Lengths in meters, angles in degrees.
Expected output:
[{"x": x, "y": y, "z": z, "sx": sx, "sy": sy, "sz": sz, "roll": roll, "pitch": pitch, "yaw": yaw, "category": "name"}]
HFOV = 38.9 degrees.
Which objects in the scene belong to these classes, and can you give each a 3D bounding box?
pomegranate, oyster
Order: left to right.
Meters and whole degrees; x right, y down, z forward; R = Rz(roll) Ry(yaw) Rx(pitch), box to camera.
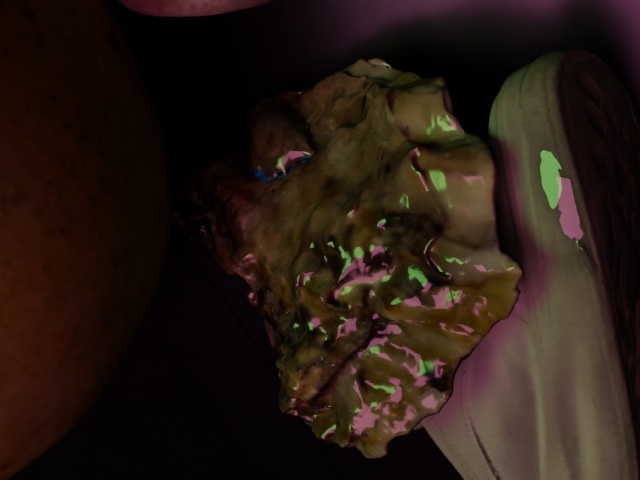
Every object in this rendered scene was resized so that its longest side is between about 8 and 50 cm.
[{"x": -0.282, "y": -0.015, "z": 0.456, "sx": 0.417, "sy": 0.416, "sz": 0.416, "roll": 12, "pitch": 123, "yaw": 18, "category": "pomegranate"}, {"x": 0.000, "y": 0.000, "z": 0.464, "sx": 0.223, "sy": 0.083, "sz": 0.214, "roll": -55, "pitch": 51, "yaw": 41, "category": "oyster"}]

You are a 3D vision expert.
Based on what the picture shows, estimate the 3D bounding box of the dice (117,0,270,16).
[{"x": -0.059, "y": -0.166, "z": 0.443, "sx": 0.091, "sy": 0.094, "sz": 0.093, "roll": 4, "pitch": 120, "yaw": 19, "category": "dice"}]

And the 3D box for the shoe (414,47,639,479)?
[{"x": 0.100, "y": 0.054, "z": 0.494, "sx": 0.159, "sy": 0.124, "sz": 0.316, "roll": 0, "pitch": 119, "yaw": 33, "category": "shoe"}]
